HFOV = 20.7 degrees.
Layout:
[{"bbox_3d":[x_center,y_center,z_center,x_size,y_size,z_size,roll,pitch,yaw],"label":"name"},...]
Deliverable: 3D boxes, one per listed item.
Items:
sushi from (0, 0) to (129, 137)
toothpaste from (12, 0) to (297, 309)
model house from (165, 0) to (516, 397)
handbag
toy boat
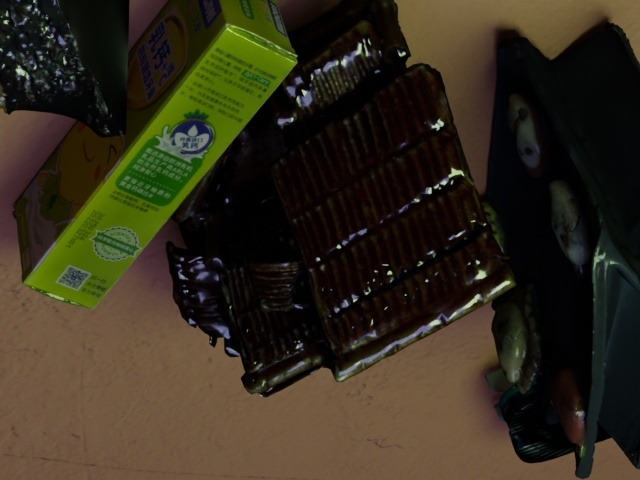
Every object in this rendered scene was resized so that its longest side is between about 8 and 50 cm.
[{"bbox_3d":[-0.252,-0.178,1.377,0.150,0.153,0.172,-6,158,14],"label":"sushi"},{"bbox_3d":[-0.150,-0.087,1.510,0.077,0.110,0.327,25,121,-30],"label":"toothpaste"},{"bbox_3d":[0.000,0.000,1.515,0.317,0.282,0.297,-26,134,8],"label":"model house"},{"bbox_3d":[0.230,0.011,1.581,0.122,0.303,0.329,-5,134,-11],"label":"handbag"},{"bbox_3d":[0.330,0.131,1.874,0.299,0.092,0.134,-21,137,0],"label":"toy boat"}]
